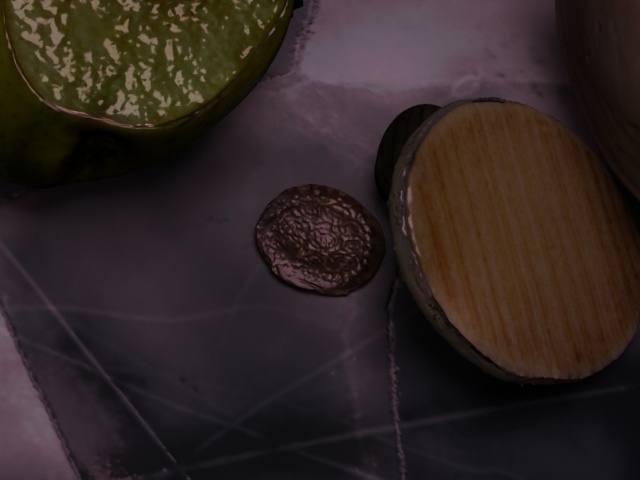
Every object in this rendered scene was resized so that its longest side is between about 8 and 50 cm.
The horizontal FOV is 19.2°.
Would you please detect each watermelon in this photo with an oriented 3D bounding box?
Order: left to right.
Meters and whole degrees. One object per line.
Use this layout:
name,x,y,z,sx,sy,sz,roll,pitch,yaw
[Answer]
watermelon,0.087,-0.067,1.635,0.078,0.078,0.110,21,59,-1

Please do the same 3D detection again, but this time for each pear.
pear,-0.169,-0.142,1.575,0.238,0.164,0.255,25,62,-10

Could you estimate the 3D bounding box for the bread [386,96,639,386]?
bread,0.165,0.001,1.589,0.267,0.040,0.267,14,63,-30

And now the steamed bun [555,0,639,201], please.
steamed bun,0.346,-0.144,1.643,0.247,0.236,0.383,-7,51,-27

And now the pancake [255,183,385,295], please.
pancake,0.000,-0.001,1.611,0.115,0.011,0.115,6,59,-10
